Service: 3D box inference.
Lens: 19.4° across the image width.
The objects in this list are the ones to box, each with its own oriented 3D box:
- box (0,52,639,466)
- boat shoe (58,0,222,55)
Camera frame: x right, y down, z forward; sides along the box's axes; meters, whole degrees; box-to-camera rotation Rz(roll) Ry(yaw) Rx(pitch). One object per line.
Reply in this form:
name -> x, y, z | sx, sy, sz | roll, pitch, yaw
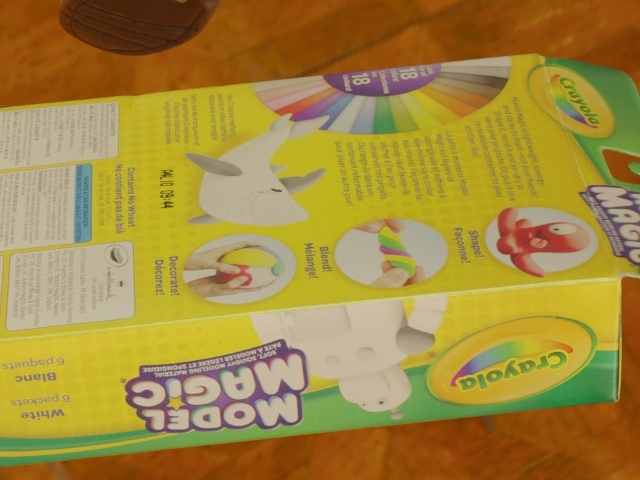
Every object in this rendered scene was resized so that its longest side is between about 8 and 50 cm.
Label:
box -> 0.000, 0.000, 0.466 | 0.179, 0.043, 0.105 | -7, 36, -1
boat shoe -> -0.071, -0.150, 0.936 | 0.068, 0.190, 0.072 | 20, 68, -28
